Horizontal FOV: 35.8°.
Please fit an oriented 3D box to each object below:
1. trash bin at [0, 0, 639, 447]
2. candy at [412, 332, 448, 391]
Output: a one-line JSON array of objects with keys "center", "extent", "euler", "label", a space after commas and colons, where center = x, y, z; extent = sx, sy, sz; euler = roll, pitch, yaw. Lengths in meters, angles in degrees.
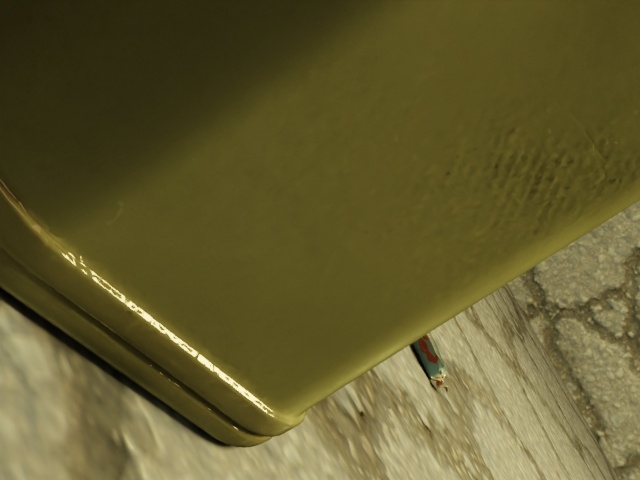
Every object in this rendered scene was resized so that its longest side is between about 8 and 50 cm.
[{"center": [0.008, -0.052, 0.392], "extent": [0.243, 0.247, 0.121], "euler": [46, 15, -43], "label": "trash bin"}, {"center": [0.103, 0.107, 0.950], "extent": [0.083, 0.020, 0.030], "euler": [66, 14, 23], "label": "candy"}]
